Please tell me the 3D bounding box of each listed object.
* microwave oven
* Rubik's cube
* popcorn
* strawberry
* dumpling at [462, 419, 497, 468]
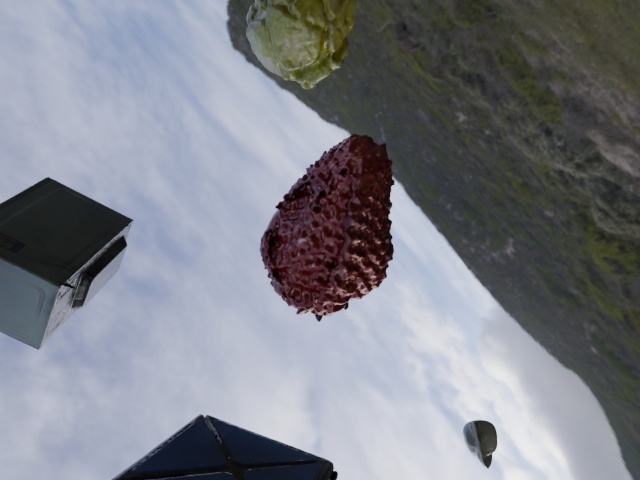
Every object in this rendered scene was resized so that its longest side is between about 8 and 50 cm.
[{"bbox_3d":[-0.379,0.027,0.743,0.163,0.129,0.205,29,-153,-5],"label":"microwave oven"},{"bbox_3d":[-0.146,0.442,0.775,0.260,0.254,0.259,14,-172,18],"label":"Rubik's cube"},{"bbox_3d":[-0.014,-0.206,0.527,0.106,0.121,0.116,61,-149,-4],"label":"popcorn"},{"bbox_3d":[0.000,0.000,0.723,0.188,0.286,0.106,28,-148,18],"label":"strawberry"},{"bbox_3d":[0.209,0.263,0.703,0.077,0.043,0.059,84,178,-59],"label":"dumpling"}]
